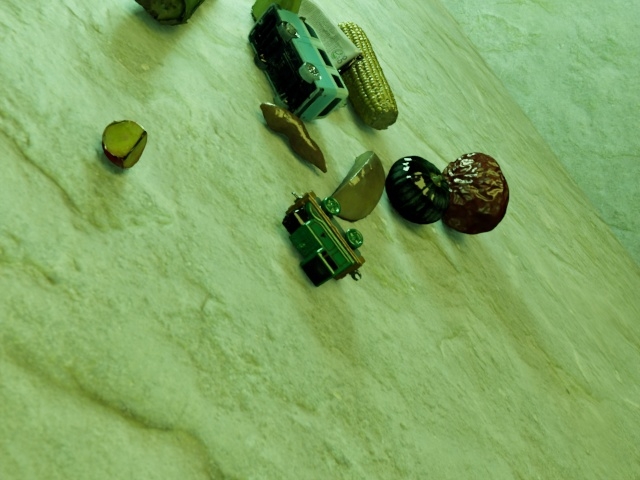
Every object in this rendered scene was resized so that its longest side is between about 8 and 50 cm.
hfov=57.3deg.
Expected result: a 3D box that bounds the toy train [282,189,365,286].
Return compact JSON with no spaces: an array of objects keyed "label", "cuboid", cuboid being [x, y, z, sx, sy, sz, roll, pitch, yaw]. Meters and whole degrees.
[{"label":"toy train","cuboid":[0.000,0.000,1.187,0.227,0.091,0.136,52,45,-2]}]

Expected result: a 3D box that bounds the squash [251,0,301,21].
[{"label":"squash","cuboid":[-0.100,-0.636,1.503,0.137,0.287,0.137,5,73,-17]}]

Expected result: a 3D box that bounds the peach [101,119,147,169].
[{"label":"peach","cuboid":[-0.323,-0.155,0.972,0.077,0.050,0.083,-12,58,-28]}]

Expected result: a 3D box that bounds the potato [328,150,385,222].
[{"label":"potato","cuboid":[0.117,-0.135,1.426,0.120,0.100,0.261,46,36,-10]}]

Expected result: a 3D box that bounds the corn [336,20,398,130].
[{"label":"corn","cuboid":[0.122,-0.477,1.704,0.131,0.131,0.344,4,60,-48]}]

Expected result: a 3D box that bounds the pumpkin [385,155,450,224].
[{"label":"pumpkin","cuboid":[0.265,-0.137,1.570,0.202,0.140,0.202,27,45,-31]}]

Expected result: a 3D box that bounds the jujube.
[{"label":"jujube","cuboid":[0.445,-0.141,1.719,0.213,0.213,0.232,29,42,-31]}]

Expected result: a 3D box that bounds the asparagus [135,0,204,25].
[{"label":"asparagus","cuboid":[-0.302,-0.592,1.330,0.128,0.108,0.382,39,35,-18]}]

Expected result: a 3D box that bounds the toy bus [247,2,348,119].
[{"label":"toy bus","cuboid":[-0.052,-0.437,1.457,0.165,0.133,0.271,-8,67,-48]}]

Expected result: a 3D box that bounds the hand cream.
[{"label":"hand cream","cuboid":[-0.020,-0.607,1.663,0.336,0.121,0.076,53,-6,11]}]

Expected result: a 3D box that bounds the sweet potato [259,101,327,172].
[{"label":"sweet potato","cuboid":[-0.054,-0.243,1.357,0.218,0.051,0.065,44,77,-14]}]

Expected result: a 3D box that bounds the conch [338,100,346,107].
[{"label":"conch","cuboid":[0.012,-0.425,1.584,0.180,0.065,0.088,49,32,-22]}]
